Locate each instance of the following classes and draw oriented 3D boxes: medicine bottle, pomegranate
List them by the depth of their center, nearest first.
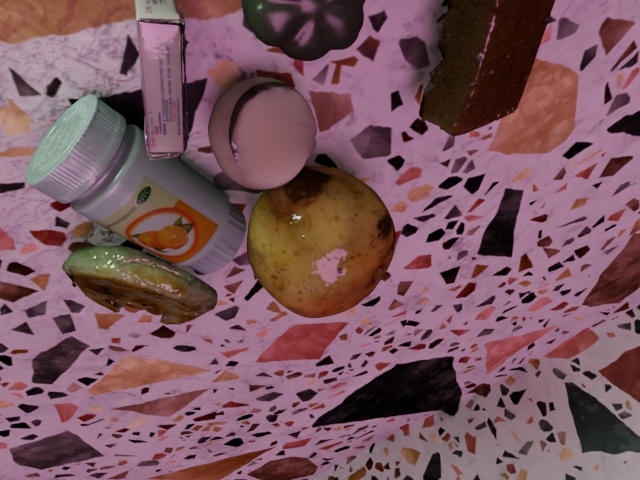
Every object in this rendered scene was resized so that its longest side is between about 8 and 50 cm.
[{"bbox_3d":[-0.201,-0.228,0.585,0.052,0.201,0.171,-5,137,-20],"label":"medicine bottle"},{"bbox_3d":[-0.273,-0.070,0.757,0.158,0.158,0.318,-35,136,17],"label":"medicine bottle"},{"bbox_3d":[0.000,0.000,0.859,0.281,0.281,0.281,-11,138,-10],"label":"pomegranate"}]

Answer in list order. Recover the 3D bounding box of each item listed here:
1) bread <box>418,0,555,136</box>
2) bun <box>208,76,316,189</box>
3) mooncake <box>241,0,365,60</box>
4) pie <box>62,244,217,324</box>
[{"bbox_3d":[0.256,-0.363,0.658,0.165,0.113,0.417,-27,142,-27],"label":"bread"},{"bbox_3d":[-0.102,-0.169,0.743,0.172,0.120,0.173,-17,116,-38],"label":"bun"},{"bbox_3d":[-0.018,-0.329,0.624,0.175,0.104,0.168,-33,131,10],"label":"mooncake"},{"bbox_3d":[-0.336,0.091,0.887,0.302,0.067,0.302,9,155,4],"label":"pie"}]
